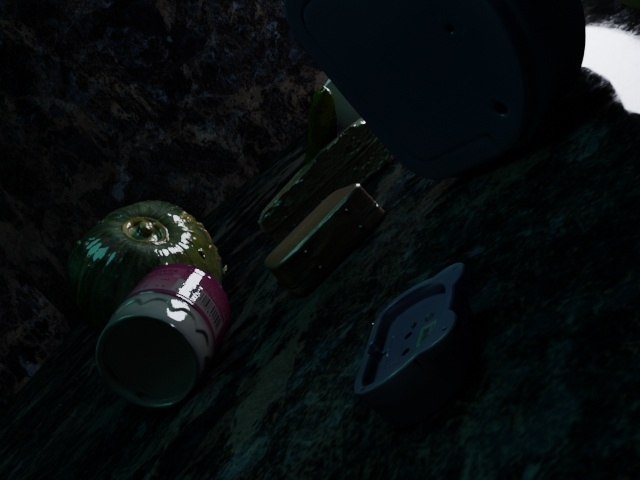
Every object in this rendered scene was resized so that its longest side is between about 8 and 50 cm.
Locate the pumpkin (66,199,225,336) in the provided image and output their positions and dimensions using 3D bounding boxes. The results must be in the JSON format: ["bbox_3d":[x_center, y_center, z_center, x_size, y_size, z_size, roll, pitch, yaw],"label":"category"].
[{"bbox_3d":[-0.346,0.072,1.731,0.328,0.291,0.257,-32,-31,-48],"label":"pumpkin"}]

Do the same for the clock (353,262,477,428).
[{"bbox_3d":[0.092,0.088,0.731,0.110,0.050,0.152,-37,12,27],"label":"clock"}]

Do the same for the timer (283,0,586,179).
[{"bbox_3d":[0.165,-0.281,1.082,0.173,0.395,0.395,-45,11,-29],"label":"timer"}]

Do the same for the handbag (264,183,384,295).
[{"bbox_3d":[0.000,0.000,1.352,0.193,0.072,0.151,-47,12,-14],"label":"handbag"}]

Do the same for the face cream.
[{"bbox_3d":[-0.249,0.150,1.365,0.175,0.175,0.195,-38,10,20],"label":"face cream"}]

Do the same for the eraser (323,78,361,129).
[{"bbox_3d":[0.103,-0.318,1.900,0.104,0.189,0.290,-42,10,21],"label":"eraser"}]

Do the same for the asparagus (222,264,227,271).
[{"bbox_3d":[-0.259,0.112,1.978,0.163,0.016,0.016,-51,-12,-40],"label":"asparagus"}]

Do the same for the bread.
[{"bbox_3d":[0.018,-0.130,1.725,0.337,0.102,0.183,-41,7,19],"label":"bread"}]

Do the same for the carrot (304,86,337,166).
[{"bbox_3d":[0.002,-0.220,1.809,0.074,0.074,0.358,-46,-17,-20],"label":"carrot"}]

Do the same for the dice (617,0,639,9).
[{"bbox_3d":[0.451,-0.456,1.101,0.227,0.233,0.238,-43,10,1],"label":"dice"}]
